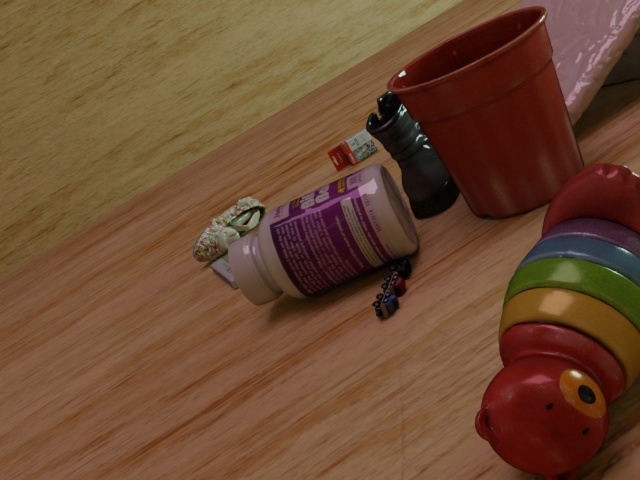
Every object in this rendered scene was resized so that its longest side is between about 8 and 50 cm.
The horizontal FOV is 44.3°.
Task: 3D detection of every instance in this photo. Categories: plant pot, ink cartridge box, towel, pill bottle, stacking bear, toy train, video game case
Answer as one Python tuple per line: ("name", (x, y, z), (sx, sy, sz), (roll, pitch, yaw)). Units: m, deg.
("plant pot", (0.287, -0.197, 1.289), (0.273, 0.265, 0.272), (-26, 19, 10))
("ink cartridge box", (0.081, -0.228, 2.004), (0.115, 0.062, 0.029), (-32, 16, -6))
("towel", (0.435, -0.341, 1.514), (0.331, 0.053, 0.317), (-57, 31, 3))
("pill bottle", (0.000, 0.000, 1.350), (0.302, 0.169, 0.169), (-24, 19, 15))
("stacking bear", (0.247, 0.095, 0.764), (0.289, 0.175, 0.164), (-54, 7, -34))
("toy train", (0.114, 0.072, 1.219), (0.036, 0.027, 0.158), (-8, 25, 24))
("video game case", (-0.128, 0.020, 1.722), (0.212, 0.023, 0.193), (-34, 19, -13))

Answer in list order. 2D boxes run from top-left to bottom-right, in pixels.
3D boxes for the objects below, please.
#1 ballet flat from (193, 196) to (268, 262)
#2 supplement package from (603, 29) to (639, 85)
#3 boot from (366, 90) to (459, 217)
("ballet flat", (-0.212, -0.030, 1.899), (0.077, 0.091, 0.241), (11, 43, 30))
("supplement package", (0.622, -0.424, 1.579), (0.204, 0.145, 0.262), (-42, 22, -31))
("boot", (0.209, -0.214, 1.517), (0.118, 0.222, 0.338), (-20, 20, 28))
